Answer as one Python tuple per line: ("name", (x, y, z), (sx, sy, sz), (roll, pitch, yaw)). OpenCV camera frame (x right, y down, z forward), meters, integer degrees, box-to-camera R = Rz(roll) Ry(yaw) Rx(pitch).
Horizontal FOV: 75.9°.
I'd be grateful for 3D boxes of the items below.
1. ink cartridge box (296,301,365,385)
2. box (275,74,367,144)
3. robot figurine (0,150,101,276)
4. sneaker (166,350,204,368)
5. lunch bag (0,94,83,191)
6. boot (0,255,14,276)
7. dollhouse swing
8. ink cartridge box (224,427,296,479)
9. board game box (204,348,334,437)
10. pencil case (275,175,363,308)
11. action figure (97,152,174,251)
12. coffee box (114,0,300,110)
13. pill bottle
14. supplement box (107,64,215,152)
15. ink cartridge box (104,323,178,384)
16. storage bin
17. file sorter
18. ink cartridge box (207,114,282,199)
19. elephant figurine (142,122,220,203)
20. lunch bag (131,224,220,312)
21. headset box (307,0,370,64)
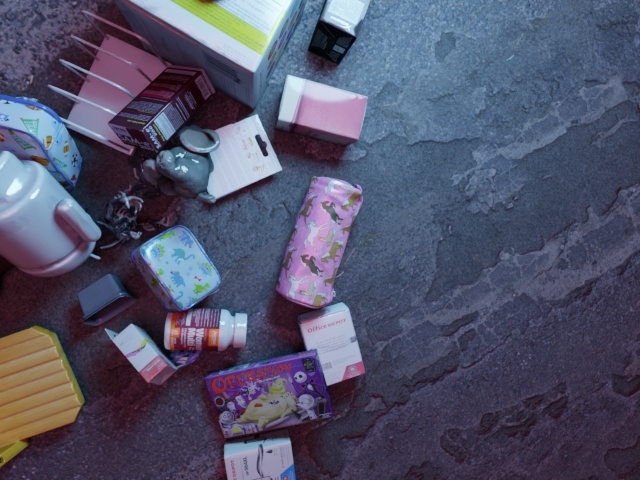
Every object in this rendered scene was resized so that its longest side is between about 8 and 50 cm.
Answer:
("ink cartridge box", (0.031, 0.321, 1.276), (0.159, 0.092, 0.217), (-16, 99, -8))
("box", (-0.003, -0.365, 1.180), (0.233, 0.148, 0.126), (11, 94, -10))
("robot figurine", (-0.678, -0.046, 0.967), (0.300, 0.353, 0.199), (4, 55, 13))
("sneaker", (-0.412, 0.342, 1.218), (0.144, 0.053, 0.059), (-25, 97, -8))
("lunch bag", (-0.735, -0.235, 0.983), (0.244, 0.303, 0.114), (10, 65, -9))
("boot", (-0.816, 0.041, 1.098), (0.207, 0.090, 0.248), (0, 91, -8))
("dollhouse swing", (-0.865, 0.429, 1.036), (0.305, 0.315, 0.346), (-16, 98, 12))
("ink cartridge box", (-0.187, 0.690, 1.272), (0.203, 0.086, 0.148), (-9, 97, -10))
("board game box", (-0.152, 0.462, 1.232), (0.347, 0.056, 0.207), (-15, 93, 8))
("pencil case", (0.000, 0.000, 1.210), (0.167, 0.160, 0.385), (16, 92, -44))
("action figure", (-0.492, -0.091, 1.112), (0.141, 0.164, 0.275), (16, 83, 21))
("coffee box", (-0.240, -0.590, 1.021), (0.339, 0.338, 0.334), (27, 89, -11))
("pill bottle", (-0.328, 0.258, 1.191), (0.222, 0.121, 0.121), (4, 94, -10))
("supplement box", (-0.390, -0.334, 1.023), (0.130, 0.073, 0.239), (18, 61, 27))
("ink cartridge box", (-0.498, 0.304, 1.144), (0.198, 0.115, 0.067), (43, 71, 13))
("storage bin", (-0.604, 0.163, 1.155), (0.135, 0.098, 0.091), (-33, 72, -5))
("file sorter", (-0.550, -0.396, 1.055), (0.193, 0.173, 0.277), (24, 91, -2))
("ink cartridge box", (-0.252, -0.241, 1.199), (0.225, 0.056, 0.180), (-26, 99, -11))
("elephant figurine", (-0.341, -0.238, 1.079), (0.186, 0.170, 0.239), (51, 51, -41))
("lunch bag", (-0.396, 0.079, 1.148), (0.176, 0.090, 0.218), (-43, 106, -44))
("headset box", (0.078, -0.676, 1.132), (0.110, 0.218, 0.292), (21, 92, -11))
